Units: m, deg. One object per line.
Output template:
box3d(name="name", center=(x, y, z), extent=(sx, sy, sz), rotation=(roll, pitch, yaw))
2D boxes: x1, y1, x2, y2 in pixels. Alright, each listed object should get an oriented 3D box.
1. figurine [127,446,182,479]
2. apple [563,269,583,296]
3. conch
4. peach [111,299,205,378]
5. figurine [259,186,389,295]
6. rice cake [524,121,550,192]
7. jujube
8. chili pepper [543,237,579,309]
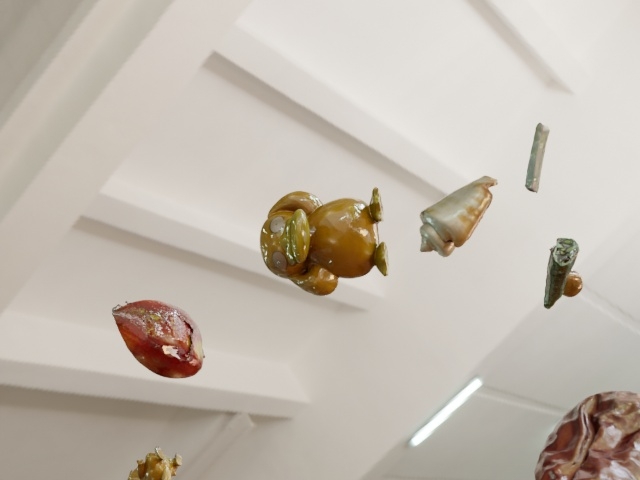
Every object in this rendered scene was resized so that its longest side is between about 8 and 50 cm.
box3d(name="figurine", center=(-0.427, 0.607, 2.073), extent=(0.176, 0.122, 0.121), rotation=(-36, -44, 28))
box3d(name="apple", center=(0.650, 0.111, 2.186), extent=(0.084, 0.084, 0.071), rotation=(4, -72, -43))
box3d(name="conch", center=(0.332, -0.073, 2.105), extent=(0.255, 0.127, 0.158), rotation=(-57, 6, -4))
box3d(name="peach", center=(-0.398, 0.235, 2.102), extent=(0.279, 0.189, 0.068), rotation=(33, -40, -24))
box3d(name="figurine", center=(0.008, 0.000, 1.531), extent=(0.228, 0.215, 0.215), rotation=(-2, -45, -16))
box3d(name="rice cake", center=(0.650, -0.248, 2.480), extent=(0.043, 0.034, 0.211), rotation=(13, -94, -42))
box3d(name="jujube", center=(0.389, 0.340, 1.126), extent=(0.342, 0.216, 0.216), rotation=(-33, -26, -52))
box3d(name="chili pepper", center=(0.561, 0.095, 1.981), extent=(0.088, 0.059, 0.227), rotation=(-46, -29, -32))
